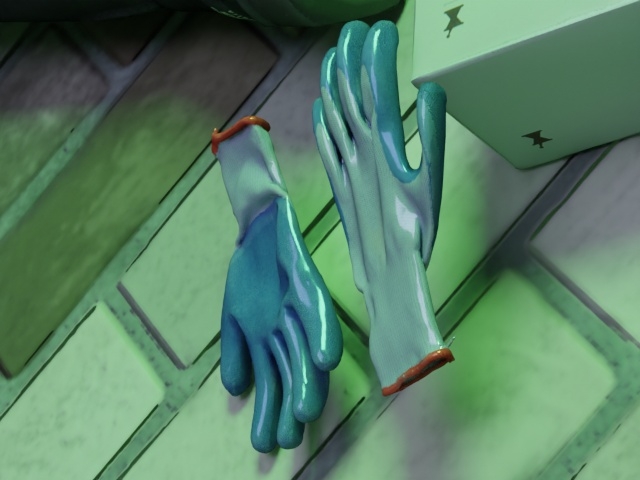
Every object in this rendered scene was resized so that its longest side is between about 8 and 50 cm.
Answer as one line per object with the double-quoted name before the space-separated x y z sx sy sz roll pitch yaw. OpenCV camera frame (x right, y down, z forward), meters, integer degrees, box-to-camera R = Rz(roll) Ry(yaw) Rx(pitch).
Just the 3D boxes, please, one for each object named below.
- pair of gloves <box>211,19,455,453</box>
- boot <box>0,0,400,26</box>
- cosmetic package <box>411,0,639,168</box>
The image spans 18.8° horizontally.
"pair of gloves" 0.000 0.000 0.829 0.198 0.023 0.159 -34 62 54
"boot" -0.136 -0.296 1.060 0.445 0.146 0.367 8 90 47
"cosmetic package" 0.217 -0.216 0.784 0.377 0.097 0.284 -18 57 33
